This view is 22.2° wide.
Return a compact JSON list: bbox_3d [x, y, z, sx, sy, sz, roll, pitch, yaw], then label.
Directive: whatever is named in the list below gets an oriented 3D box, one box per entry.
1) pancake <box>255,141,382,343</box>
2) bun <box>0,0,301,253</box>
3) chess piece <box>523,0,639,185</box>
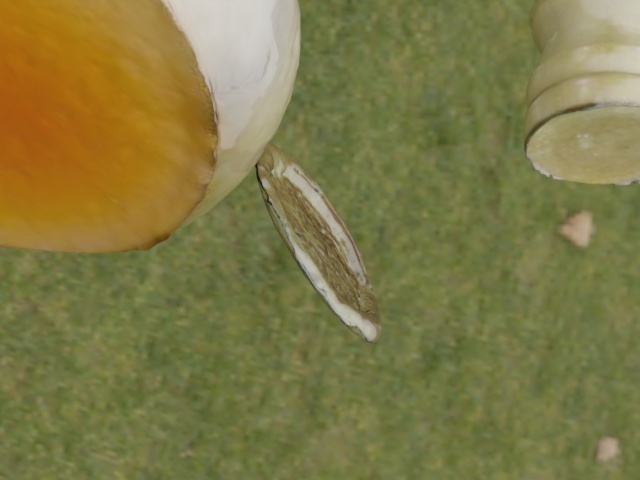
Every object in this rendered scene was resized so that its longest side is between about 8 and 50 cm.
[{"bbox_3d":[-0.001,0.001,0.804,0.011,0.115,0.115,-33,133,14],"label":"pancake"},{"bbox_3d":[-0.146,-0.138,0.758,0.299,0.299,0.165,55,41,-37],"label":"bun"},{"bbox_3d":[0.149,-0.136,0.889,0.090,0.090,0.200,29,52,-45],"label":"chess piece"}]
